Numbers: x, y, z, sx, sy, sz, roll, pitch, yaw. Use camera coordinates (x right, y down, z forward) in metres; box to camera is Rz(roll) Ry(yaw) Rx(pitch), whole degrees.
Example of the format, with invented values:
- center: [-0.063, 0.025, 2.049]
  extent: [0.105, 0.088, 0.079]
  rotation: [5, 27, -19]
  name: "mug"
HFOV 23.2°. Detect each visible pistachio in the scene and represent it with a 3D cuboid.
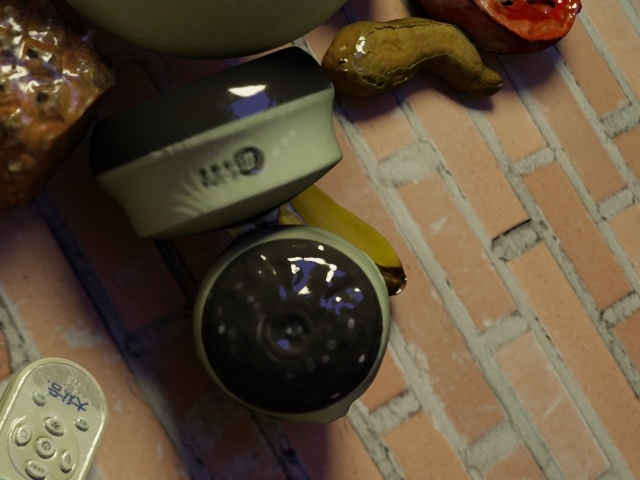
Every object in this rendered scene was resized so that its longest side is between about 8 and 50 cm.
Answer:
- center: [0.000, 0.000, 1.349]
  extent: [0.173, 0.049, 0.089]
  rotation: [37, 24, -14]
  name: "pistachio"

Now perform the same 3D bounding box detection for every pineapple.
- center: [-0.294, -0.150, 1.148]
  extent: [0.279, 0.158, 0.158]
  rotation: [35, 48, -2]
  name: "pineapple"

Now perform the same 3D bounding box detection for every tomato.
- center: [0.167, -0.285, 1.613]
  extent: [0.228, 0.101, 0.227]
  rotation: [17, 63, -37]
  name: "tomato"

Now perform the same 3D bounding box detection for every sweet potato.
- center: [0.088, -0.177, 1.515]
  extent: [0.233, 0.062, 0.081]
  rotation: [-5, 85, -44]
  name: "sweet potato"

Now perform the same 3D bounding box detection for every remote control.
- center: [-0.212, 0.178, 1.084]
  extent: [0.078, 0.042, 0.221]
  rotation: [35, 50, -20]
  name: "remote control"

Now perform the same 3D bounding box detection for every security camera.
- center: [-0.046, 0.009, 1.204]
  extent: [0.197, 0.191, 0.277]
  rotation: [-22, 95, -4]
  name: "security camera"

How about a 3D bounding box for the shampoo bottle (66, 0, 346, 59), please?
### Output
- center: [-0.084, -0.317, 1.178]
  extent: [0.322, 0.322, 0.317]
  rotation: [28, 35, -24]
  name: "shampoo bottle"
